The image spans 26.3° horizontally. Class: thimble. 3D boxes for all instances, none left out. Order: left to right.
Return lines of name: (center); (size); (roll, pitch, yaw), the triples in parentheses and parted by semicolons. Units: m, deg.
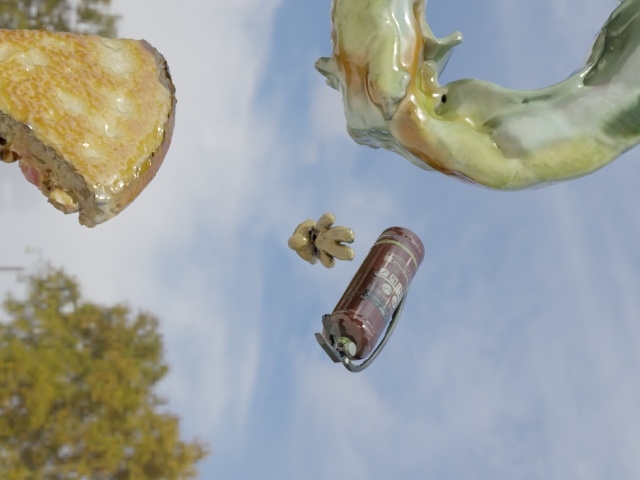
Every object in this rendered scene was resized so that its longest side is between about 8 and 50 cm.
thimble: (0.130, -0.163, 0.913); (0.254, 0.288, 0.167); (47, 0, 1)

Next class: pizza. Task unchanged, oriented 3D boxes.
pizza: (-0.193, -0.087, 0.877); (0.188, 0.199, 0.062); (-77, -170, -55)

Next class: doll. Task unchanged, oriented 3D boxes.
doll: (0.007, 0.000, 1.516); (0.093, 0.051, 0.061); (1, -87, 34)

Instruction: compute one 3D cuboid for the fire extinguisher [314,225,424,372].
fire extinguisher: (0.038, 0.049, 1.063); (0.043, 0.158, 0.064); (-11, -62, 32)
